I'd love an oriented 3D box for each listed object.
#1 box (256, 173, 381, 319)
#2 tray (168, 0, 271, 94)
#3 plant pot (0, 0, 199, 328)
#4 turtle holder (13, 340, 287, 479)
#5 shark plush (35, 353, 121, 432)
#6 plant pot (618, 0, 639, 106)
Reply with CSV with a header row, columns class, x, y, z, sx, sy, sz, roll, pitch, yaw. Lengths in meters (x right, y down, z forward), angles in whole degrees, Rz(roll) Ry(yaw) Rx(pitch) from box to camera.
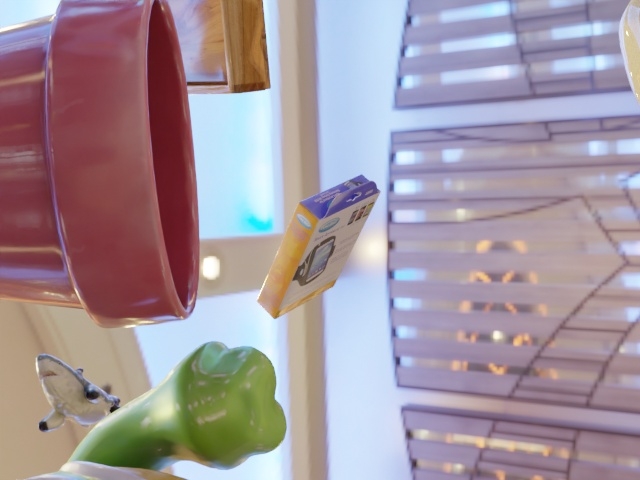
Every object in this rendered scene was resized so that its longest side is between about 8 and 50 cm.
class,x,y,z,sx,sy,sz,roll,pitch,yaw
box,0.000,0.000,0.880,0.081,0.028,0.136,-26,-31,-44
tray,-0.232,-0.328,1.607,0.076,0.410,0.203,-14,-75,-39
plant pot,-0.173,-0.044,0.622,0.201,0.180,0.201,-4,-90,-89
turtle holder,-0.097,0.222,0.542,0.243,0.227,0.320,65,-150,-7
shark plush,-0.253,0.163,1.153,0.067,0.073,0.161,58,-163,21
plant pot,0.482,-0.249,1.289,0.284,0.191,0.284,-38,-23,-19
